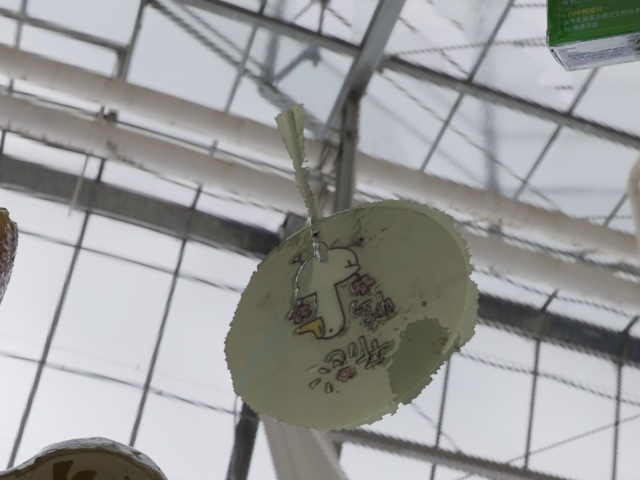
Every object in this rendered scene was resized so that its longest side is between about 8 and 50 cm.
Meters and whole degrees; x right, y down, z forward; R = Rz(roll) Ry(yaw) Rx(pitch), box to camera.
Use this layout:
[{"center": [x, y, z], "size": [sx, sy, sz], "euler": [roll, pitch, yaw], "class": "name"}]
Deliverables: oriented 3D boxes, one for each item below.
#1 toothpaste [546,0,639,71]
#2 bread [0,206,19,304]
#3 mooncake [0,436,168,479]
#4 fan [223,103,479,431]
[{"center": [0.168, -0.095, 0.360], "size": [0.037, 0.178, 0.043], "euler": [18, -111, -62], "class": "toothpaste"}, {"center": [-0.331, 0.073, 0.938], "size": [0.077, 0.139, 0.271], "euler": [10, -155, -9], "class": "bread"}, {"center": [-0.287, 0.436, 1.095], "size": [0.467, 0.262, 0.467], "euler": [3, -112, -8], "class": "mooncake"}, {"center": [0.000, -0.001, 0.937], "size": [0.233, 0.012, 0.415], "euler": [-27, -137, 7], "class": "fan"}]
